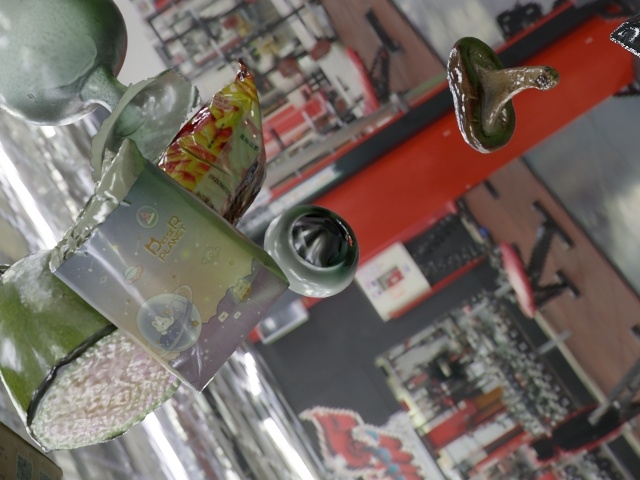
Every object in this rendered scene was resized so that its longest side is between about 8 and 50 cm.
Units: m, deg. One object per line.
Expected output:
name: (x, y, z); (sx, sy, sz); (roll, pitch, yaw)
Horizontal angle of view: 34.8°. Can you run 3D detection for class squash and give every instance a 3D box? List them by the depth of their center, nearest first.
squash: (-0.392, 0.122, 1.625); (0.309, 0.310, 0.310); (48, 177, 27)

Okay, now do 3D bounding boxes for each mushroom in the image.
mushroom: (0.348, -0.295, 1.880); (0.217, 0.148, 0.227); (-23, 81, 49)

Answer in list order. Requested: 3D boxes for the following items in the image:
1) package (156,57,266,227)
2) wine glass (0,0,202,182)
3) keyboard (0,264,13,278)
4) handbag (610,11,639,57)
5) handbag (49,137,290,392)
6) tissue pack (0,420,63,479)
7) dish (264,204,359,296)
package: (-0.138, -0.047, 1.142); (0.108, 0.288, 0.223); (27, 161, 2)
wine glass: (-0.355, -0.248, 1.463); (0.323, 0.238, 0.238); (35, 174, 18)
keyboard: (-0.544, 0.058, 1.836); (0.166, 0.055, 0.017); (1, -112, -39)
handbag: (0.415, -0.180, 0.881); (0.254, 0.211, 0.089); (50, 176, 42)
handbag: (-0.121, 0.016, 0.772); (0.173, 0.117, 0.095); (42, 176, -16)
tissue pack: (-0.459, 0.303, 1.128); (0.238, 0.238, 0.305); (58, 178, 41)
dish: (0.000, 0.000, 1.410); (0.141, 0.141, 0.078); (57, 149, 12)
